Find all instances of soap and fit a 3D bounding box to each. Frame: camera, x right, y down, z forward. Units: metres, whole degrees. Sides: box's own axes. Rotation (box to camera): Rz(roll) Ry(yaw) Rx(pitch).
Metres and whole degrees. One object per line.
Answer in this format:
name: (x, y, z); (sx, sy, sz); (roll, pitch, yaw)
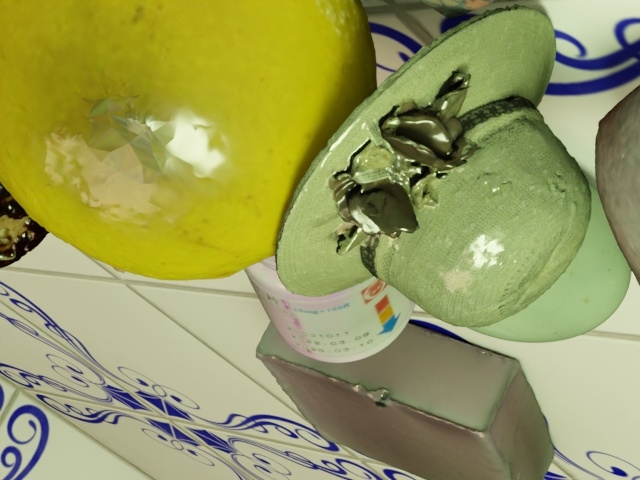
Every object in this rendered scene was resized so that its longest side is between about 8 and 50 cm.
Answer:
soap: (0.103, 0.188, 2.041); (0.296, 0.107, 0.285); (20, 160, 23)

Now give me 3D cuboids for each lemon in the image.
lemon: (-0.105, -0.116, 1.237); (0.297, 0.297, 0.297); (25, 162, 9)

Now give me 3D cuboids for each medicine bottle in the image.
medicine bottle: (0.000, 0.000, 1.608); (0.152, 0.152, 0.254); (20, 160, 21)

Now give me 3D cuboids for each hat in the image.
hat: (0.107, -0.020, 1.200); (0.130, 0.257, 0.257); (44, 169, 23)

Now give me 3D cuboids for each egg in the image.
egg: (0.152, 0.003, 1.405); (0.192, 0.149, 0.149); (22, 162, -3)

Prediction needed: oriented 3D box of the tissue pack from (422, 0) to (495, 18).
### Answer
tissue pack: (0.088, -0.197, 1.097); (0.109, 0.060, 0.148); (35, 162, -18)

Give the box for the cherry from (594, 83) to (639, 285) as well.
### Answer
cherry: (0.287, -0.010, 1.127); (0.266, 0.183, 0.213); (36, 150, 17)

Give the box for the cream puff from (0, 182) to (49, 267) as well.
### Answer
cream puff: (-0.363, -0.087, 1.796); (0.239, 0.239, 0.165); (31, 127, -10)

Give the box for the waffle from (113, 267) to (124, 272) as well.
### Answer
waffle: (-0.155, -0.091, 1.458); (0.055, 0.221, 0.234); (-15, 105, 23)
